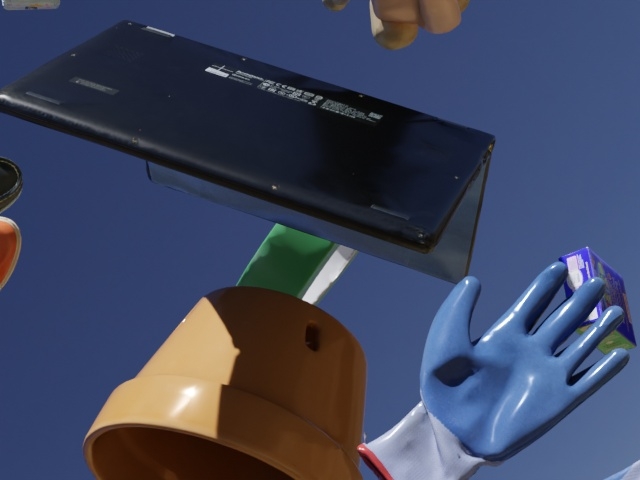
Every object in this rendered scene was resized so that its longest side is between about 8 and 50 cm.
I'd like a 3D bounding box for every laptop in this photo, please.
[{"bbox_3d":[-0.054,-0.035,1.249,0.408,0.382,0.236,-52,-23,-61],"label":"laptop"}]

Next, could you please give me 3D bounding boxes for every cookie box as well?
[{"bbox_3d":[0.313,0.070,1.495,0.040,0.092,0.107,-21,-31,27],"label":"cookie box"}]

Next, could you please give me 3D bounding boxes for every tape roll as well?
[{"bbox_3d":[0.000,0.000,1.753,0.321,0.077,0.321,-52,-8,-10],"label":"tape roll"}]

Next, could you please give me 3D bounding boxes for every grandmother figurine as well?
[{"bbox_3d":[0.099,-0.288,1.341,0.208,0.104,0.342,-40,-8,4],"label":"grandmother figurine"}]

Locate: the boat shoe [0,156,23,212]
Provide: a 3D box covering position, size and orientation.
[{"bbox_3d":[-0.554,-0.070,1.901,0.302,0.114,0.091,-20,-5,-38],"label":"boat shoe"}]

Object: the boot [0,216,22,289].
[{"bbox_3d":[-0.328,0.042,1.190,0.158,0.059,0.084,-50,5,-10],"label":"boot"}]

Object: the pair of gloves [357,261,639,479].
[{"bbox_3d":[0.116,0.103,0.628,0.159,0.198,0.023,-38,-22,-19],"label":"pair of gloves"}]

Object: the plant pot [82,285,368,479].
[{"bbox_3d":[-0.072,0.186,1.381,0.291,0.290,0.203,91,-162,-55],"label":"plant pot"}]

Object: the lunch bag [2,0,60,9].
[{"bbox_3d":[-0.364,-0.315,1.657,0.071,0.083,0.053,-4,-54,-17],"label":"lunch bag"}]
